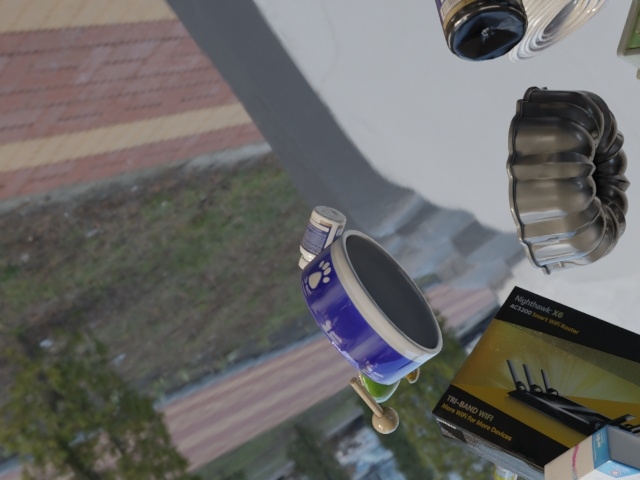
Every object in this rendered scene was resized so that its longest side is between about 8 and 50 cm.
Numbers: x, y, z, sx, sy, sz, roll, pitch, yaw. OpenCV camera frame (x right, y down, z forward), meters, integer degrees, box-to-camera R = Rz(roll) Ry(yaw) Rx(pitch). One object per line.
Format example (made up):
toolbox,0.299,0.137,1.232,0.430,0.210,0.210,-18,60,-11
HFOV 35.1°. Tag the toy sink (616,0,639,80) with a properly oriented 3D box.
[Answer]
toy sink,0.684,-0.413,1.996,0.234,0.131,0.153,12,-98,66

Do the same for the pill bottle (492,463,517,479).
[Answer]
pill bottle,0.327,0.397,1.787,0.043,0.043,0.083,-30,142,-21

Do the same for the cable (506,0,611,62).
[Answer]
cable,0.409,-0.417,1.761,0.257,0.089,0.257,-23,161,-37

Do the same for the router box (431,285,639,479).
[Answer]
router box,0.350,0.225,1.415,0.243,0.308,0.081,-53,144,-21

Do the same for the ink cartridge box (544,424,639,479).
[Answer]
ink cartridge box,0.337,0.277,1.201,0.122,0.088,0.052,-51,-155,44

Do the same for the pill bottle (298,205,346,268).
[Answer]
pill bottle,0.000,0.000,1.939,0.067,0.067,0.120,-15,131,-57

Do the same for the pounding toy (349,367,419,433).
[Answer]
pounding toy,0.145,0.247,2.023,0.110,0.183,0.237,-12,-143,17

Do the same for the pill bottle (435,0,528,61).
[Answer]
pill bottle,0.226,-0.386,1.512,0.122,0.219,0.123,-7,149,-4

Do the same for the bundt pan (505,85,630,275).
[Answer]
bundt pan,0.437,-0.108,1.724,0.124,0.331,0.331,-4,-174,34

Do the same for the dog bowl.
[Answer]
dog bowl,0.090,0.116,1.765,0.104,0.265,0.265,-39,167,18
